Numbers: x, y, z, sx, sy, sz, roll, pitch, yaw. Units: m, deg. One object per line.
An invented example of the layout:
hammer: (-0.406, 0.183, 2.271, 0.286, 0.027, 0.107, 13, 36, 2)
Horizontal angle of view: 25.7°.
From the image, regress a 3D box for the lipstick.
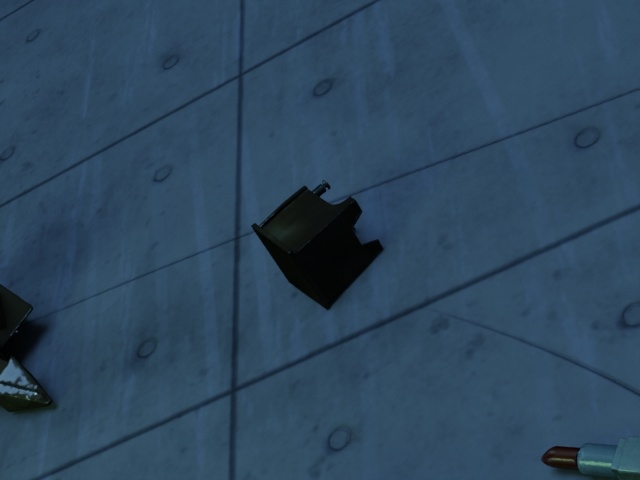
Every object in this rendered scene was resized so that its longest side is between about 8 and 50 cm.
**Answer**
lipstick: (0.215, 0.160, 1.013, 0.129, 0.030, 0.030, -2, 52, 40)

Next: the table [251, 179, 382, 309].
table: (0.000, 0.000, 1.334, 0.082, 0.083, 0.070, -42, 39, -11)

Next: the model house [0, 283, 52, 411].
model house: (-0.386, 0.123, 1.517, 0.248, 0.176, 0.181, 18, 64, 32)
